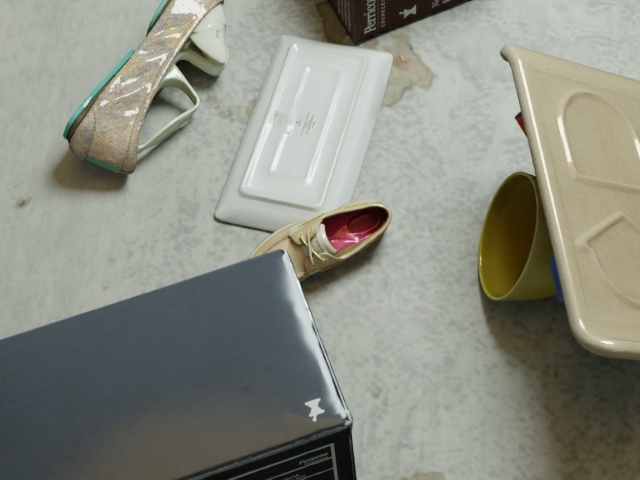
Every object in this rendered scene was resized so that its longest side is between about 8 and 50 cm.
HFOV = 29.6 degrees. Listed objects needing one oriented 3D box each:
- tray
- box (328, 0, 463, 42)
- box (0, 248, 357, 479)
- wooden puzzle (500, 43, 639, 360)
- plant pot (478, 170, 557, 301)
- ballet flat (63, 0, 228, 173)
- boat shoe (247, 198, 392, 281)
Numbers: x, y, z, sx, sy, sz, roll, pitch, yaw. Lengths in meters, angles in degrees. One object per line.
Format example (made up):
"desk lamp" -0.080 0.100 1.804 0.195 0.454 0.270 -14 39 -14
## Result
"tray" -0.016 -0.128 1.383 0.145 0.030 0.270 11 61 11
"box" 0.094 -0.376 1.439 0.203 0.168 0.167 -23 62 -9
"box" -0.129 0.186 1.056 0.296 0.294 0.183 -18 61 -7
"wooden puzzle" 0.326 -0.018 1.199 0.322 0.080 0.348 9 55 -32
"plant pot" 0.234 0.004 1.245 0.095 0.134 0.134 11 59 -15
"ballet flat" -0.173 -0.203 1.409 0.106 0.107 0.316 32 71 -2
"boat shoe" 0.000 0.000 1.280 0.170 0.059 0.063 -29 93 -13
